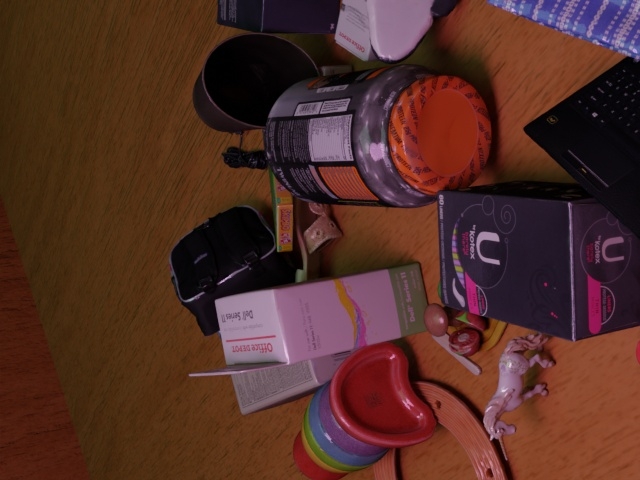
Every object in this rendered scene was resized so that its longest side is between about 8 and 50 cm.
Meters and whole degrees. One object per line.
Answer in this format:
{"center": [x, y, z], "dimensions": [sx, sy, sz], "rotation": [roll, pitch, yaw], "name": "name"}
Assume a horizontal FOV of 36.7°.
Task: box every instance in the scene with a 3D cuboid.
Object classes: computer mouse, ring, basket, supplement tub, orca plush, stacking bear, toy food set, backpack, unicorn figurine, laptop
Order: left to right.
{"center": [-0.168, 0.055, 1.849], "dimensions": [0.191, 0.225, 0.253], "rotation": [61, 176, -37], "name": "backpack"}
{"center": [-0.164, -0.263, 1.920], "dimensions": [0.184, 0.060, 0.262], "rotation": [20, 115, 54], "name": "computer mouse"}
{"center": [-0.134, -0.260, 1.663], "dimensions": [0.227, 0.204, 0.154], "rotation": [-178, 92, -68], "name": "basket"}
{"center": [0.041, 0.319, 1.618], "dimensions": [0.175, 0.164, 0.289], "rotation": [65, 148, 24], "name": "stacking bear"}
{"center": [0.081, -0.153, 1.443], "dimensions": [0.338, 0.207, 0.207], "rotation": [7, 103, 55], "name": "supplement tub"}
{"center": [0.122, -0.398, 1.422], "dimensions": [0.102, 0.151, 0.288], "rotation": [12, -106, -88], "name": "orca plush"}
{"center": [0.196, 0.392, 1.562], "dimensions": [0.336, 0.032, 0.337], "rotation": [20, 115, 52], "name": "ring"}
{"center": [0.209, 0.104, 1.435], "dimensions": [0.128, 0.071, 0.218], "rotation": [49, 135, 39], "name": "toy food set"}
{"center": [0.270, 0.205, 1.331], "dimensions": [0.060, 0.111, 0.162], "rotation": [4, 101, 56], "name": "unicorn figurine"}
{"center": [0.388, -0.162, 1.039], "dimensions": [0.234, 0.264, 0.137], "rotation": [53, 174, 37], "name": "laptop"}

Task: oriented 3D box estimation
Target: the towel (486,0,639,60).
{"center": [0.353, -0.316, 1.023], "dimensions": [0.336, 0.040, 0.243], "rotation": [31, 111, 34], "name": "towel"}

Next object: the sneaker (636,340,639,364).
{"center": [0.442, 0.065, 1.031], "dimensions": [0.107, 0.118, 0.279], "rotation": [57, 140, 30], "name": "sneaker"}

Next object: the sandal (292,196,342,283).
{"center": [0.003, -0.001, 1.738], "dimensions": [0.079, 0.088, 0.240], "rotation": [5, 104, 23], "name": "sandal"}

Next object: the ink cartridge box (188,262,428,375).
{"center": [-0.026, 0.125, 1.537], "dimensions": [0.207, 0.353, 0.119], "rotation": [-14, 86, 56], "name": "ink cartridge box"}

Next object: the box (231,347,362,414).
{"center": [-0.051, 0.223, 1.810], "dimensions": [0.311, 0.121, 0.148], "rotation": [-31, 72, 55], "name": "box"}

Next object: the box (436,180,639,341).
{"center": [0.279, 0.015, 1.213], "dimensions": [0.270, 0.143, 0.165], "rotation": [10, 107, 63], "name": "box"}

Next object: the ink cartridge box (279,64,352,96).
{"center": [-0.005, -0.243, 1.681], "dimensions": [0.150, 0.063, 0.109], "rotation": [4, 101, 57], "name": "ink cartridge box"}

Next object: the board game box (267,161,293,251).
{"center": [-0.076, -0.117, 1.751], "dimensions": [0.124, 0.039, 0.260], "rotation": [93, 169, -50], "name": "board game box"}

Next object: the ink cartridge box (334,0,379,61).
{"center": [0.081, -0.364, 1.527], "dimensions": [0.099, 0.056, 0.135], "rotation": [44, 132, 43], "name": "ink cartridge box"}

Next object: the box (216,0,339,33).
{"center": [-0.073, -0.408, 1.660], "dimensions": [0.158, 0.155, 0.093], "rotation": [27, 118, 51], "name": "box"}
